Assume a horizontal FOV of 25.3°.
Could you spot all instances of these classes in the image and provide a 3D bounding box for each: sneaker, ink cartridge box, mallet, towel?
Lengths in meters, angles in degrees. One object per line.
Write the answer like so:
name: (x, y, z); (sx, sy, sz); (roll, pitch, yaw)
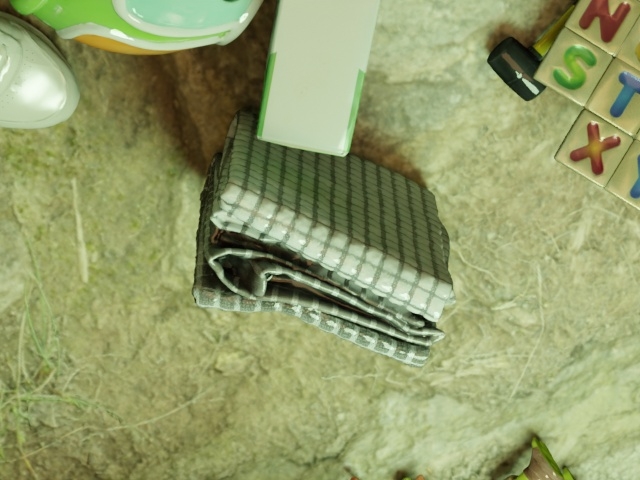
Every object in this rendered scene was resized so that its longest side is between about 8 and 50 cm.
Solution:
sneaker: (-0.360, -0.172, 1.305); (0.305, 0.152, 0.114); (26, 106, -28)
ink cartridge box: (-0.002, -0.184, 1.302); (0.087, 0.208, 0.153); (10, 110, -3)
mallet: (0.240, -0.227, 1.392); (0.062, 0.039, 0.189); (35, 101, -12)
towel: (0.000, 0.000, 1.333); (0.235, 0.283, 0.121); (24, 109, -10)

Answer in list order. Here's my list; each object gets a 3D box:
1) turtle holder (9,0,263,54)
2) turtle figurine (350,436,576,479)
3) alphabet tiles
turtle holder: (-0.138, -0.313, 1.251); (0.227, 0.243, 0.320); (27, 73, -21)
turtle figurine: (0.177, 0.314, 1.569); (0.217, 0.087, 0.269); (-39, 108, 12)
alphabet tiles: (0.384, -0.182, 1.364); (0.285, 0.011, 0.342); (31, 93, -2)
